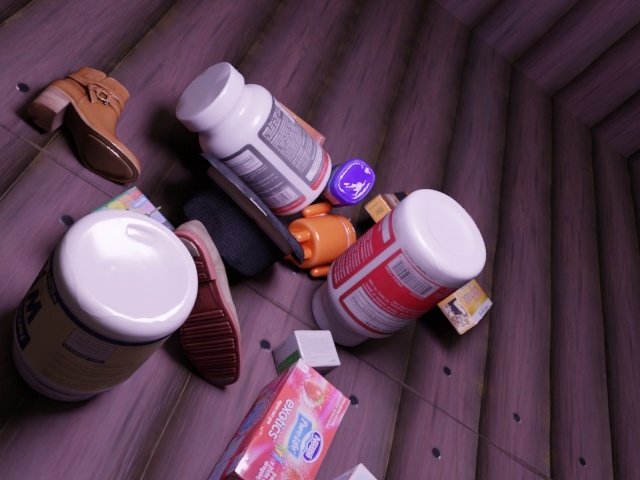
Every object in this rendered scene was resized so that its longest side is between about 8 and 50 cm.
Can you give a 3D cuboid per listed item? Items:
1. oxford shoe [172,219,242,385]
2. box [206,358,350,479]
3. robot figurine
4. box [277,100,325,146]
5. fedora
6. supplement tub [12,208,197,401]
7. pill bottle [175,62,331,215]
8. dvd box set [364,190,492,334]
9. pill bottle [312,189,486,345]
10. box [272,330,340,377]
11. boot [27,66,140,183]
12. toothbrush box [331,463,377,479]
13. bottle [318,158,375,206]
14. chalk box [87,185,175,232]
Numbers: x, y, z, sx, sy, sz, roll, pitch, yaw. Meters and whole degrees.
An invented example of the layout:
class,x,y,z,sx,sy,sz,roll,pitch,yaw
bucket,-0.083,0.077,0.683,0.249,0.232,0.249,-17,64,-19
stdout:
class,x,y,z,sx,sy,sz,roll,pitch,yaw
oxford shoe,-0.215,0.123,1.452,0.130,0.123,0.348,-66,148,-65
box,-0.084,0.398,1.405,0.142,0.154,0.300,42,39,-6
robot figurine,0.000,-0.002,1.814,0.219,0.128,0.158,-10,60,-44
box,-0.092,-0.271,1.982,0.170,0.091,0.130,35,42,-12
fedora,-0.191,-0.033,1.615,0.152,0.334,0.334,-45,91,-5
supplement tub,-0.379,0.122,1.240,0.235,0.325,0.235,23,46,-26
pill bottle,-0.155,-0.239,1.734,0.363,0.210,0.210,43,36,-37
dvd box set,0.307,0.048,2.012,0.420,0.062,0.308,54,20,9
pill bottle,0.162,0.082,1.670,0.229,0.408,0.229,23,47,-26
box,-0.032,0.257,1.598,0.102,0.101,0.087,6,54,-37
boot,-0.491,-0.268,1.648,0.283,0.109,0.220,32,38,-5
toothbrush box,0.099,0.618,1.406,0.283,0.122,0.206,46,40,1
bottle,0.050,-0.142,1.872,0.092,0.283,0.118,41,82,-11
chalk box,-0.385,-0.006,1.423,0.132,0.213,0.132,47,40,1
